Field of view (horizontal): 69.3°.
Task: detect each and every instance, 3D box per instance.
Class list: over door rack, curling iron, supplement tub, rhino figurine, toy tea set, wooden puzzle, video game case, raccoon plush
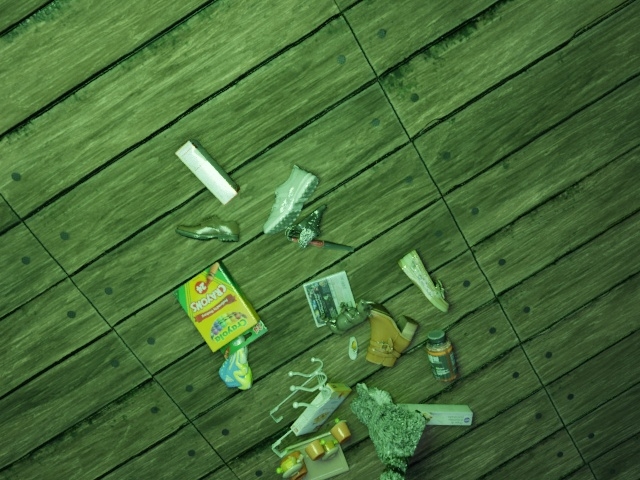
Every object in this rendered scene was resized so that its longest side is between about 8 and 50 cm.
[{"bbox_3d":[-0.100,0.626,1.789,0.108,0.239,0.324,37,97,-14],"label":"over door rack"},{"bbox_3d":[0.000,0.000,1.752,0.274,0.035,0.068,17,101,-10],"label":"curling iron"},{"bbox_3d":[0.493,0.467,1.890,0.106,0.106,0.197,-17,105,-2],"label":"supplement tub"},{"bbox_3d":[0.114,0.284,1.756,0.106,0.073,0.243,43,124,-18],"label":"rhino figurine"},{"bbox_3d":[-0.034,0.829,1.866,0.336,0.124,0.200,-26,143,-19],"label":"toy tea set"},{"bbox_3d":[-0.013,0.930,1.980,0.221,0.044,0.238,-19,110,-2],"label":"wooden puzzle"},{"bbox_3d":[0.040,0.230,1.822,0.173,0.022,0.190,-18,106,-2],"label":"video game case"},{"bbox_3d":[0.216,0.719,1.752,0.299,0.446,0.216,25,104,16],"label":"raccoon plush"}]

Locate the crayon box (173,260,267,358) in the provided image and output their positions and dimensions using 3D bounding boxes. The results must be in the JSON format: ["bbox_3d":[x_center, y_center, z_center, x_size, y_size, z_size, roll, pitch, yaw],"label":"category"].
[{"bbox_3d":[-0.365,0.261,1.709,0.202,0.081,0.318,-35,90,2],"label":"crayon box"}]

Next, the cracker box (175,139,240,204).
[{"bbox_3d":[-0.380,-0.236,1.588,0.067,0.155,0.232,-40,104,4],"label":"cracker box"}]

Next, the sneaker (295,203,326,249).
[{"bbox_3d":[-0.025,-0.051,1.710,0.170,0.051,0.089,-39,96,-13],"label":"sneaker"}]

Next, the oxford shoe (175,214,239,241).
[{"bbox_3d":[-0.409,-0.046,1.681,0.227,0.083,0.096,3,85,-8],"label":"oxford shoe"}]

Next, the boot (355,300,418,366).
[{"bbox_3d":[0.226,0.374,1.848,0.283,0.109,0.220,23,104,-19],"label":"boot"}]

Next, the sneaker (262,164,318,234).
[{"bbox_3d":[-0.125,-0.144,1.689,0.115,0.105,0.281,42,102,20],"label":"sneaker"}]

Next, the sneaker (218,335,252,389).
[{"bbox_3d":[-0.343,0.476,1.801,0.126,0.091,0.240,-8,102,0],"label":"sneaker"}]

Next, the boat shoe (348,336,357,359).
[{"bbox_3d":[0.134,0.441,1.877,0.035,0.035,0.100,0,103,-7],"label":"boat shoe"}]

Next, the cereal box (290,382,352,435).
[{"bbox_3d":[0.006,0.675,1.861,0.240,0.047,0.173,-52,149,7],"label":"cereal box"}]

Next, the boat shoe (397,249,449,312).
[{"bbox_3d":[0.421,0.165,1.807,0.089,0.104,0.285,-42,104,7],"label":"boat shoe"}]

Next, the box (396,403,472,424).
[{"bbox_3d":[0.482,0.743,1.977,0.324,0.067,0.063,4,104,-9],"label":"box"}]
